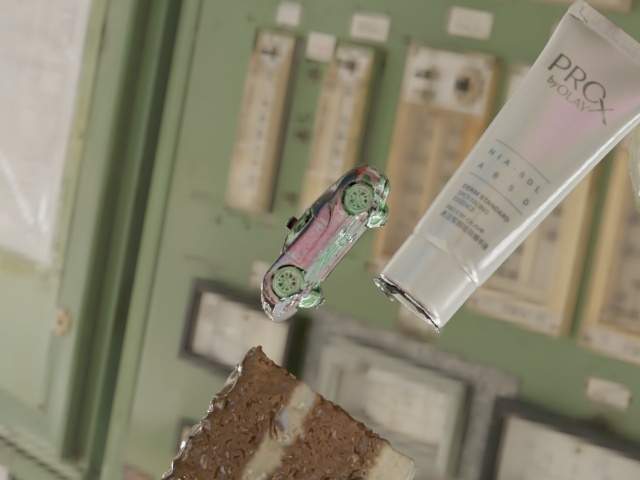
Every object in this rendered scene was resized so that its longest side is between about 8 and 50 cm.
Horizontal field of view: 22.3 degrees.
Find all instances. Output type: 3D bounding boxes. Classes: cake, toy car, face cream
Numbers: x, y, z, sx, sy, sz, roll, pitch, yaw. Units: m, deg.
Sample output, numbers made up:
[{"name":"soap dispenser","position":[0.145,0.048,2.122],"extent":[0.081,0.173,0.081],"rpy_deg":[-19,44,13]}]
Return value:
[{"name":"cake","position":[-0.028,0.170,1.101],"extent":[0.147,0.135,0.134],"rpy_deg":[33,163,0]},{"name":"toy car","position":[0.000,0.000,1.248],"extent":[0.055,0.142,0.069],"rpy_deg":[40,-179,15]},{"name":"face cream","position":[0.135,-0.046,1.091],"extent":[0.092,0.244,0.058],"rpy_deg":[39,173,6]}]

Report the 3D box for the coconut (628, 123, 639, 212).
[{"name":"coconut","position":[0.353,-0.063,1.451],"extent":[0.162,0.161,0.161],"rpy_deg":[-22,-159,-25]}]
